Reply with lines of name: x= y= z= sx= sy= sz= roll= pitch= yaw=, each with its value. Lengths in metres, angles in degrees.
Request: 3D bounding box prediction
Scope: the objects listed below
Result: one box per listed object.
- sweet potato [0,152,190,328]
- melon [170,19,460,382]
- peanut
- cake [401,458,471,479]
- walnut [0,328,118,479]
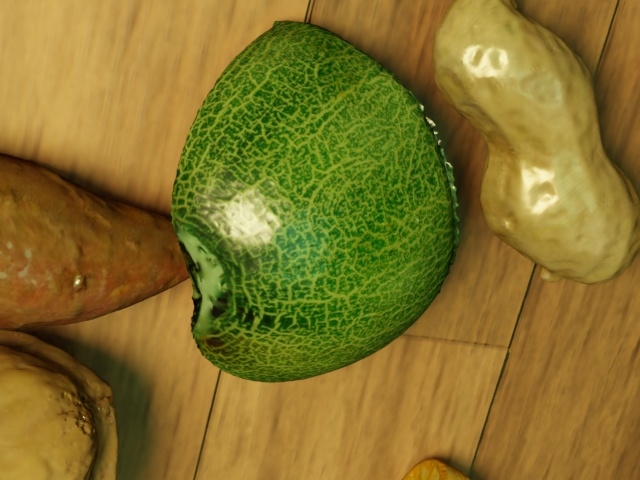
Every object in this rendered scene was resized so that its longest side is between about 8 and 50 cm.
sweet potato: x=-0.221 y=-0.005 z=0.673 sx=0.336 sy=0.131 sz=0.131 roll=-4 pitch=110 yaw=-28
melon: x=0.000 y=0.000 z=0.705 sx=0.169 sy=0.129 sz=0.265 roll=-36 pitch=126 yaw=-47
peanut: x=0.165 y=-0.072 z=0.788 sx=0.117 sy=0.101 sz=0.263 roll=-39 pitch=118 yaw=-25
cake: x=0.095 y=0.227 z=0.880 sx=0.044 sy=0.084 sz=0.084 roll=33 pitch=96 yaw=-17
walnut: x=-0.241 y=0.164 z=0.679 sx=0.245 sy=0.198 sz=0.198 roll=-35 pitch=116 yaw=-8
